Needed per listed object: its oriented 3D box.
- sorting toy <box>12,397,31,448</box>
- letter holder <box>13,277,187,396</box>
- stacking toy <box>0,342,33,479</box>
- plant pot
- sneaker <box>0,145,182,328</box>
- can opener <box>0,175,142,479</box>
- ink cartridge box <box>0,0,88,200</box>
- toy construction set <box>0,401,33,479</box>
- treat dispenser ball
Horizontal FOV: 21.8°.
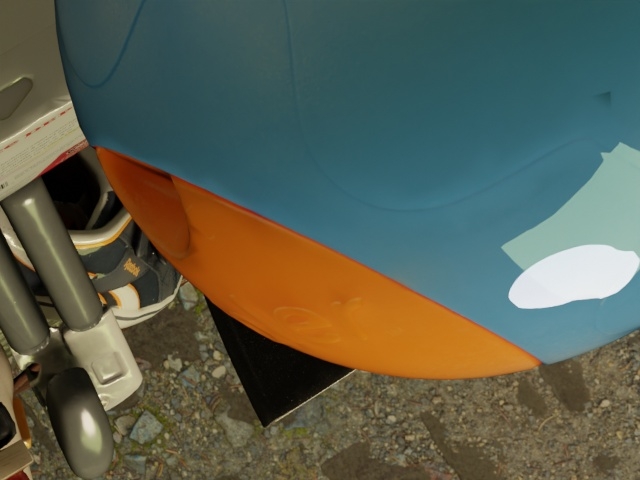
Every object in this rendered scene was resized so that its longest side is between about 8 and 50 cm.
[{"bbox_3d":[-0.424,0.170,1.434,0.347,0.196,0.047,-14,128,-28],"label":"sorting toy"},{"bbox_3d":[-0.277,0.051,1.469,0.214,0.152,0.302,-31,178,-27],"label":"letter holder"},{"bbox_3d":[-0.451,0.215,1.172,0.480,0.351,0.350,-17,173,-20],"label":"stacking toy"},{"bbox_3d":[0.000,0.000,1.128,0.187,0.167,0.188,-34,180,2],"label":"plant pot"},{"bbox_3d":[-0.169,-0.014,1.202,0.127,0.126,0.321,-44,163,18],"label":"sneaker"},{"bbox_3d":[-0.172,0.052,1.084,0.074,0.093,0.280,-26,141,-9],"label":"can opener"},{"bbox_3d":[-0.173,-0.072,0.872,0.127,0.072,0.175,-33,179,-10],"label":"ink cartridge box"},{"bbox_3d":[-0.314,0.135,0.894,0.257,0.309,0.237,-3,-172,34],"label":"toy construction set"},{"bbox_3d":[0.046,-0.093,0.617,0.288,0.288,0.288,-33,179,-1],"label":"treat dispenser ball"}]
